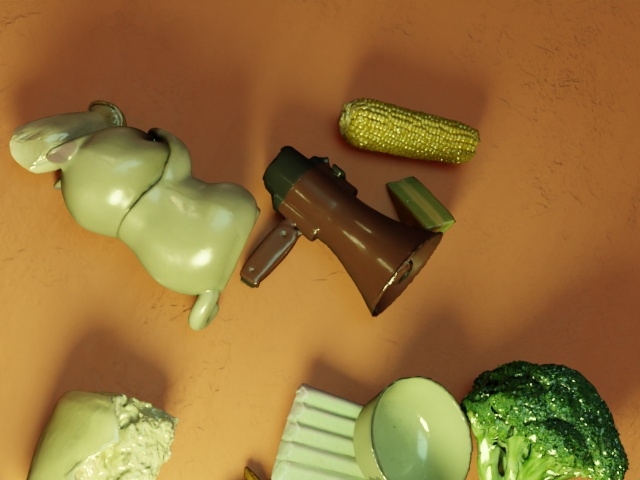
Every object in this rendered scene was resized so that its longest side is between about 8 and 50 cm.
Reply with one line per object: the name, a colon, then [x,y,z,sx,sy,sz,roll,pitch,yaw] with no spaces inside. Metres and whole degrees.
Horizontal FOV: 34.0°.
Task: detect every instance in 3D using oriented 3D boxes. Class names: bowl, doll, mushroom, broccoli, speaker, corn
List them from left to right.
mushroom: [-0.441,-0.181,1.824,0.212,0.088,0.097,-31,47,-32]
doll: [-0.263,-0.052,1.756,0.370,0.215,0.226,42,78,0]
speaker: [0.014,0.006,1.890,0.329,0.198,0.259,33,100,14]
bowl: [0.138,0.337,1.731,0.211,0.112,0.211,14,64,-31]
corn: [0.174,-0.206,2.034,0.293,0.106,0.106,12,64,-15]
broccoli: [0.376,0.338,1.788,0.307,0.308,0.275,14,98,-12]

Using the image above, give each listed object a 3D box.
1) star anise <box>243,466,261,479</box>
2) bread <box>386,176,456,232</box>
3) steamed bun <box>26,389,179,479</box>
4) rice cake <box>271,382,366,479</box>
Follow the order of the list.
star anise: [-0.087,0.440,1.686,0.167,0.057,0.168,7,67,-16]
bread: [0.188,-0.072,1.985,0.074,0.084,0.139,-13,72,-22]
steamed bun: [-0.332,0.342,1.585,0.200,0.170,0.226,22,64,-13]
rice cake: [0.027,0.344,1.752,0.198,0.037,0.189,27,60,-20]
